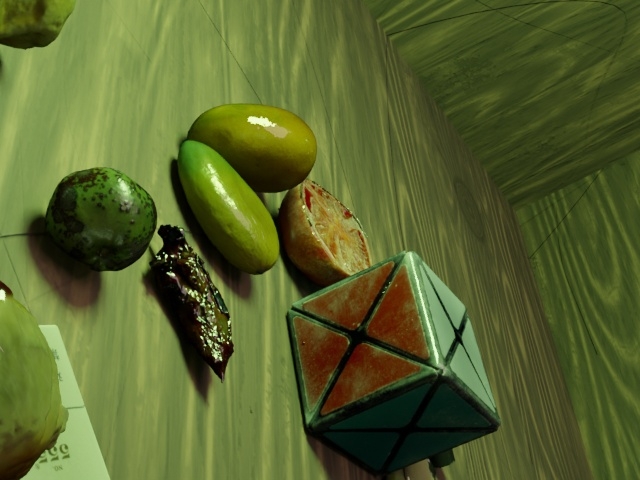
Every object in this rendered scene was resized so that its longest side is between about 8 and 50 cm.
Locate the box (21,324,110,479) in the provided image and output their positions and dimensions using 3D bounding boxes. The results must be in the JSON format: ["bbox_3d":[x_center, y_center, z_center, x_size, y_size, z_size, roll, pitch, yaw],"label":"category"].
[{"bbox_3d":[-0.287,0.211,1.002,0.168,0.071,0.259,11,55,-65],"label":"box"}]

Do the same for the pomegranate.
[{"bbox_3d":[-0.281,-0.027,1.286,0.138,0.163,0.126,24,80,-38],"label":"pomegranate"}]

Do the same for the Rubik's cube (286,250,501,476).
[{"bbox_3d":[0.126,0.212,1.735,0.260,0.259,0.255,39,32,-46],"label":"Rubik's cube"}]

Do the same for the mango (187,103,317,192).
[{"bbox_3d":[-0.105,-0.161,1.762,0.254,0.175,0.139,18,57,-61],"label":"mango"}]

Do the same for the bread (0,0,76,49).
[{"bbox_3d":[-0.418,-0.359,1.243,0.196,0.239,0.252,26,2,24],"label":"bread"}]

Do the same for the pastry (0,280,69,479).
[{"bbox_3d":[-0.324,0.101,0.832,0.256,0.170,0.237,-19,81,-49],"label":"pastry"}]

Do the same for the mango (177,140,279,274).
[{"bbox_3d":[-0.151,-0.050,1.638,0.237,0.091,0.137,50,17,-15],"label":"mango"}]

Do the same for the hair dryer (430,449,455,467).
[{"bbox_3d":[0.237,0.326,2.127,0.271,0.091,0.236,-20,92,-74],"label":"hair dryer"}]

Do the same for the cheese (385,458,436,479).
[{"bbox_3d":[0.146,0.436,1.796,0.127,0.054,0.251,60,21,-7],"label":"cheese"}]

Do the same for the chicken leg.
[{"bbox_3d":[-0.176,0.084,1.441,0.234,0.063,0.105,63,25,-1],"label":"chicken leg"}]

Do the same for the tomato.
[{"bbox_3d":[0.000,0.000,1.932,0.237,0.095,0.237,45,26,-30],"label":"tomato"}]
